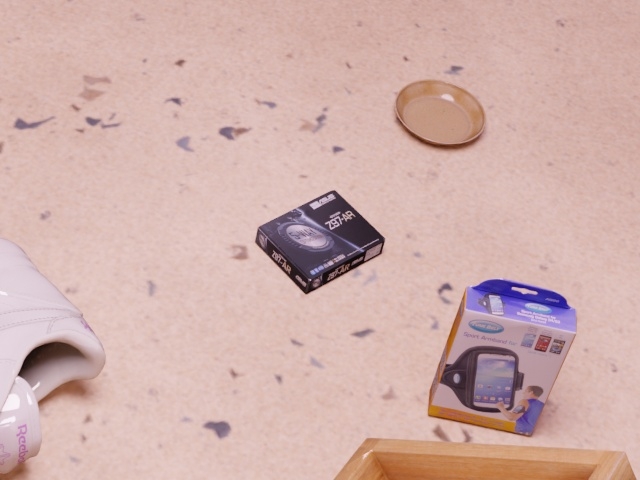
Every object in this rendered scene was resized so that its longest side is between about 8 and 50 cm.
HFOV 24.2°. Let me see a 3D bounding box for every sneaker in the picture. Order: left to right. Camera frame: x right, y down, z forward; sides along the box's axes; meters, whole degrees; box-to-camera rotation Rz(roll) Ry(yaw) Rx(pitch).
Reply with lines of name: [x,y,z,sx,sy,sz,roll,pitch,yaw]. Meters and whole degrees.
sneaker: [-0.274,0.108,0.971,0.152,0.114,0.305,37,50,22]

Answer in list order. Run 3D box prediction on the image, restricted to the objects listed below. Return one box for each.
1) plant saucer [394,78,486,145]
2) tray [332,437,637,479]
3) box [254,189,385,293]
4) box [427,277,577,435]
plant saucer: [0.106,-0.111,1.331,0.083,0.015,0.083,6,47,-7]
tray: [0.013,0.274,0.842,0.203,0.076,0.411,-3,33,41]
box: [0.000,0.000,1.202,0.083,0.018,0.067,-27,59,-32]
box: [0.131,0.083,1.072,0.081,0.136,0.028,12,46,-1]
